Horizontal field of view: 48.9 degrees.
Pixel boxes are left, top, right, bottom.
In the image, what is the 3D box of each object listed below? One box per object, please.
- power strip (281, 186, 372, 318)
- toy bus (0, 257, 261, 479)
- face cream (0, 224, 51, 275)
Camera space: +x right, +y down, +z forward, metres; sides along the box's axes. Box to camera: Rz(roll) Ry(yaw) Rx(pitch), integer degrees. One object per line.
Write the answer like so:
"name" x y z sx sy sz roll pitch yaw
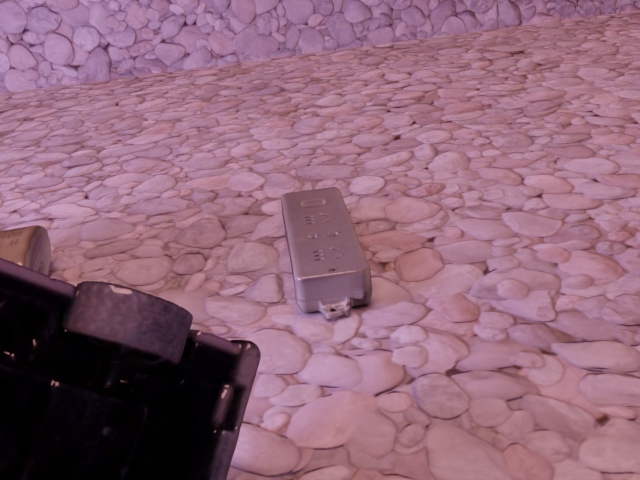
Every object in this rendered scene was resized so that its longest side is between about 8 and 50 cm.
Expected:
"power strip" 0.000 0.000 1.002 0.098 0.058 0.338 -9 26 -3
"toy bus" -0.290 0.090 0.429 0.440 0.209 0.249 26 -20 -33
"face cream" -0.570 0.057 0.987 0.348 0.081 0.173 -10 29 -7
